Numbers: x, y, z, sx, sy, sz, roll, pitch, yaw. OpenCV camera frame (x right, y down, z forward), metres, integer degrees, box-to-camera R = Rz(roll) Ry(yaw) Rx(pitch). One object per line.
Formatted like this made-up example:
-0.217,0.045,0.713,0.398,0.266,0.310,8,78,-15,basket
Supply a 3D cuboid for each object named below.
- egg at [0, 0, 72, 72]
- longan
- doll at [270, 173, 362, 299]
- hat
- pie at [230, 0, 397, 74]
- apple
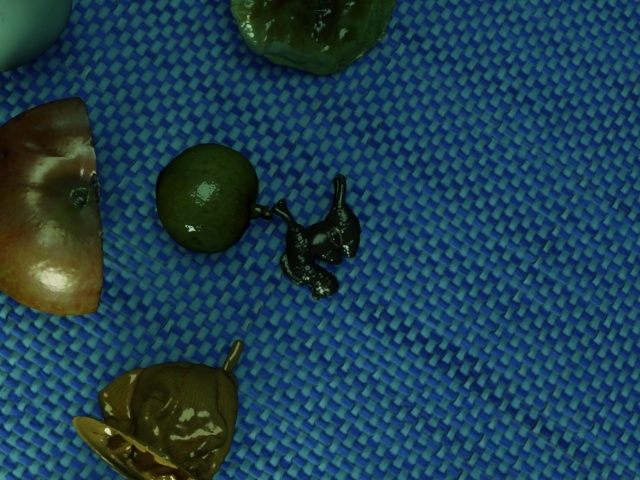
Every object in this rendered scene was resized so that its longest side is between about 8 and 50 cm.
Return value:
-0.531,-0.338,1.528,0.371,0.230,0.230,-1,79,-6,egg
-0.150,-0.057,1.582,0.176,0.145,0.155,21,104,-8,longan
0.000,0.000,1.644,0.139,0.057,0.165,-21,92,-15,doll
-0.168,0.222,1.508,0.233,0.244,0.233,40,62,-8,hat
-0.003,-0.386,1.650,0.306,0.071,0.306,-8,109,-23,pie
-0.389,-0.040,1.482,0.163,0.251,0.293,-6,80,-20,apple
